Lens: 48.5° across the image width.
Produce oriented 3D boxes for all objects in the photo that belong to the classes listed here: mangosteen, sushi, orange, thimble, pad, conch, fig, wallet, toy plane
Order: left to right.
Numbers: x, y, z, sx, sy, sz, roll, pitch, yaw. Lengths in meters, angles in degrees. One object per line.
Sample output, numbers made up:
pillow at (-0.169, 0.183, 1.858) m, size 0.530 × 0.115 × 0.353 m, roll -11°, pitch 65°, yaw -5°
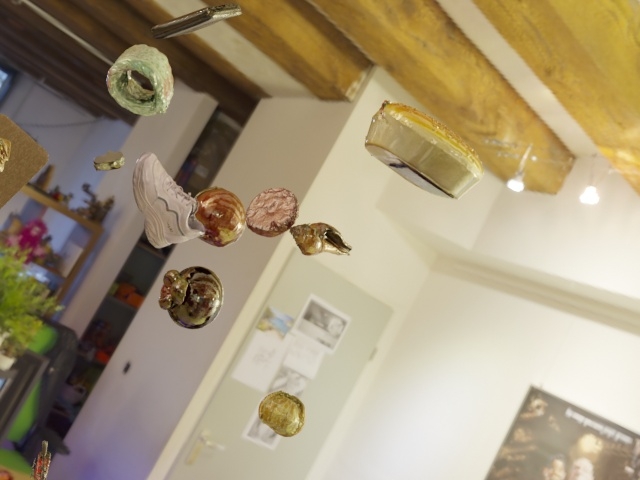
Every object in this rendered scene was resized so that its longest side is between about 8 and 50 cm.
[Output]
pad at (-0.861, -0.194, 1.869) m, size 0.176 × 0.266 × 0.002 m, roll 45°, pitch 13°, yaw -23°
toy plane at (-0.649, 0.544, 1.644) m, size 0.037 × 0.145 × 0.060 m, roll 16°, pitch -37°, yaw -23°
sushi at (-0.583, -0.216, 1.954) m, size 0.046 × 0.083 × 0.044 m, roll 102°, pitch -33°, yaw -53°
thimble at (-0.558, -0.498, 2.241) m, size 0.211 × 0.185 × 0.149 m, roll 45°, pitch 31°, yaw -24°
mangosteen at (-0.397, 0.174, 2.188) m, size 0.210 × 0.210 × 0.210 m, roll 28°, pitch -7°, yaw 4°
wallet at (-0.343, -0.606, 1.960) m, size 0.250 × 0.044 × 0.149 m, roll -4°, pitch 16°, yaw 40°
fig at (-0.332, -0.086, 2.293) m, size 0.205 × 0.205 × 0.205 m, roll 28°, pitch -7°, yaw 4°
orange at (-0.119, 0.547, 2.257) m, size 0.156 × 0.134 × 0.156 m, roll 24°, pitch -21°, yaw 10°
conch at (-0.003, -0.005, 1.798) m, size 0.080 × 0.086 × 0.232 m, roll 40°, pitch 26°, yaw 30°

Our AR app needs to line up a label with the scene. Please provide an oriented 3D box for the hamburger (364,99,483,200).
hamburger at (0.241, -0.208, 1.623) m, size 0.295 × 0.151 × 0.227 m, roll 34°, pitch -1°, yaw -34°

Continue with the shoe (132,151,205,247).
shoe at (-0.365, -0.098, 1.710) m, size 0.137 × 0.245 × 0.095 m, roll -6°, pitch 27°, yaw 3°

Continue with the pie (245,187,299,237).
pie at (-0.123, -0.071, 1.807) m, size 0.154 × 0.154 × 0.036 m, roll 24°, pitch -23°, yaw 35°

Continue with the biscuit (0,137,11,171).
biscuit at (-0.554, -0.142, 1.192) m, size 0.016 × 0.092 × 0.082 m, roll 3°, pitch -57°, yaw 32°
